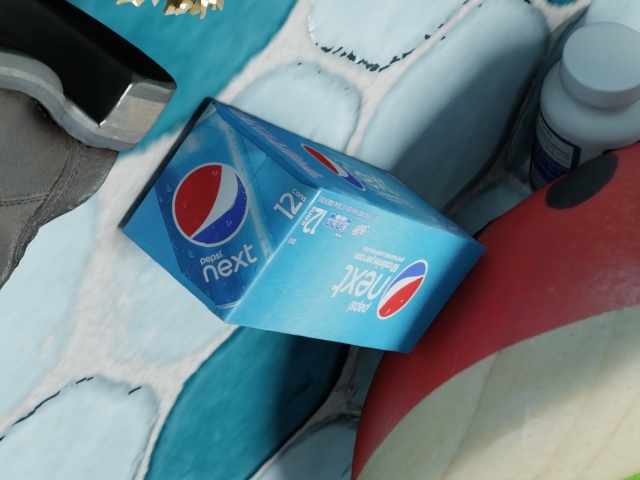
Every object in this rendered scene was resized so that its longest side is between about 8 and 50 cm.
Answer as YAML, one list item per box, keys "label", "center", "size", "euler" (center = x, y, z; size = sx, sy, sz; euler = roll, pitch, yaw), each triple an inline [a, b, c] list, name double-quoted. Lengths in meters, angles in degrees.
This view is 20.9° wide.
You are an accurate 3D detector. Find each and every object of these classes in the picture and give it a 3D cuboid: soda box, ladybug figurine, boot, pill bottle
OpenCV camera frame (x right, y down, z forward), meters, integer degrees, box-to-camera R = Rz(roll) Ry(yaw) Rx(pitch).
- label: "soda box"
  center: [0.000, 0.000, 0.801]
  size: [0.071, 0.067, 0.210]
  euler: [-54, 156, 9]
- label: "ladybug figurine"
  center: [0.162, 0.071, 0.975]
  size: [0.305, 0.162, 0.449]
  euler: [-10, 158, -24]
- label: "boot"
  center: [-0.159, 0.022, 0.523]
  size: [0.229, 0.091, 0.263]
  euler: [-56, 158, 10]
- label: "pill bottle"
  center: [0.155, -0.066, 0.980]
  size: [0.067, 0.067, 0.120]
  euler: [-40, 155, -23]

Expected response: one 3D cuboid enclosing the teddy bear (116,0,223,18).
- label: "teddy bear"
  center: [-0.006, -0.173, 0.524]
  size: [0.338, 0.113, 0.245]
  euler: [-23, 138, -34]
